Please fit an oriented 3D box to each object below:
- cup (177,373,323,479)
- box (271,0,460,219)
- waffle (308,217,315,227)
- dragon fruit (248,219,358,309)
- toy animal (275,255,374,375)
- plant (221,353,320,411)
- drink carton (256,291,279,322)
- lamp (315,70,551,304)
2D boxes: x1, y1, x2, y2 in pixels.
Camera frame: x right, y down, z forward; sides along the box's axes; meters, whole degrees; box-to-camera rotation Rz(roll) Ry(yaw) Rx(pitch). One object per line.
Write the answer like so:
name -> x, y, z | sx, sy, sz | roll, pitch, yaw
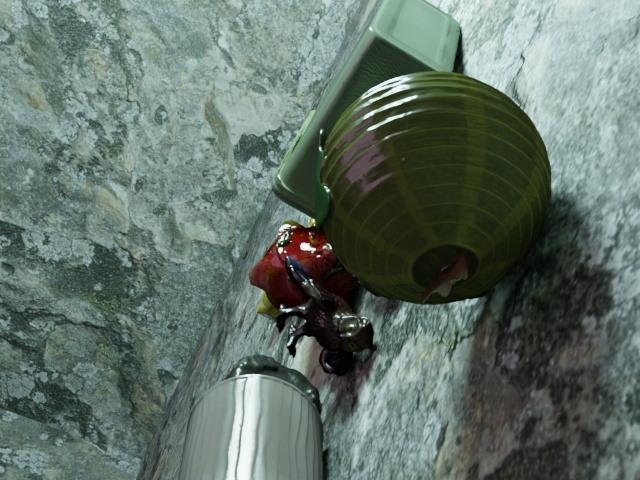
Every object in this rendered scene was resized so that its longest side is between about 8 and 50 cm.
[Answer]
cup -> -0.110, 0.373, 1.109 | 0.288, 0.208, 0.273 | -61, 13, 22
box -> 0.092, -0.246, 1.454 | 0.344, 0.177, 0.352 | -56, 6, 32
waffle -> -0.001, 0.000, 1.764 | 0.229, 0.057, 0.219 | -58, 14, 36
dragon fruit -> -0.006, 0.046, 1.460 | 0.200, 0.198, 0.269 | -24, 1, 22
toy animal -> 0.018, 0.117, 1.245 | 0.179, 0.218, 0.116 | 3, 34, 36
plant -> -0.115, 0.314, 1.334 | 0.234, 0.178, 0.204 | -54, 16, 28
drink carton -> -0.104, 0.141, 1.925 | 0.200, 0.074, 0.084 | -51, 19, 51
lamp -> 0.119, -0.037, 0.816 | 0.284, 0.250, 0.250 | -93, 28, -50
